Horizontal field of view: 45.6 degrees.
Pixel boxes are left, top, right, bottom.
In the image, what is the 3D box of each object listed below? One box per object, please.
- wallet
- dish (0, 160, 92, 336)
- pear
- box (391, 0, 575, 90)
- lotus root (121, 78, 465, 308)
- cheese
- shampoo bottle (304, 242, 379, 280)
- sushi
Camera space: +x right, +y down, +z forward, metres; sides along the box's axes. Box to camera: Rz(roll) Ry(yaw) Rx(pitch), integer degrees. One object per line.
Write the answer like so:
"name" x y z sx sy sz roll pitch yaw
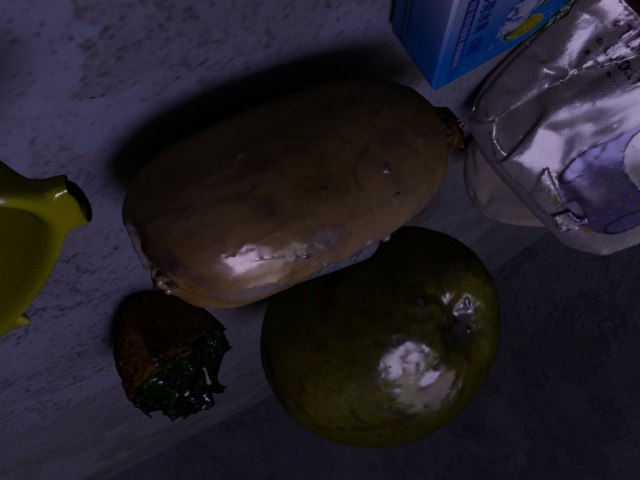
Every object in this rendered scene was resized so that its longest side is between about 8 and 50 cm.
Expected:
"wallet" 0.333 -0.123 0.871 0.275 0.335 0.068 -35 -161 38
"dish" -0.261 0.002 0.359 0.262 0.108 0.221 -15 159 -45
"pear" 0.086 0.148 1.154 0.352 0.351 0.413 -23 177 -32
"box" 0.131 -0.207 0.541 0.139 0.073 0.194 -30 166 -6
"lotus root" -0.003 -0.056 0.639 0.343 0.151 0.169 -29 -178 -29
"cheese" 0.331 -0.100 1.042 0.248 0.173 0.251 -7 -153 -7
"shampoo bottle" 0.000 0.000 0.963 0.262 0.085 0.085 -15 159 -50
"sushi" -0.179 0.145 0.965 0.149 0.140 0.287 -17 162 -26
